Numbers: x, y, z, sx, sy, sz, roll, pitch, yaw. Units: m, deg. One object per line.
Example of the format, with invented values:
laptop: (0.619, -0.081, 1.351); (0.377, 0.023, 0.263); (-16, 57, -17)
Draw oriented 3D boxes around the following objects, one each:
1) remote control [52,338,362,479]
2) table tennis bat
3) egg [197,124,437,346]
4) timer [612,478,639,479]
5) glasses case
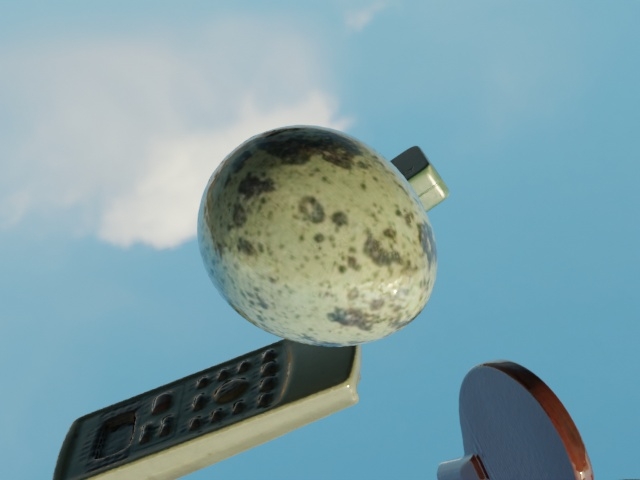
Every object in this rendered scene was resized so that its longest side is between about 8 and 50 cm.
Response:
remote control: (-0.094, 0.144, 1.210); (0.285, 0.038, 0.123); (-23, -155, 13)
table tennis bat: (0.191, 0.228, 1.476); (0.038, 0.200, 0.310); (-21, 171, -21)
egg: (0.000, 0.000, 0.872); (0.132, 0.132, 0.172); (-32, -138, -28)
timer: (0.379, 0.442, 1.698); (0.175, 0.266, 0.175); (-2, -157, 1)
glasses case: (0.032, -0.018, 1.354); (0.184, 0.039, 0.078); (-34, -160, 6)
